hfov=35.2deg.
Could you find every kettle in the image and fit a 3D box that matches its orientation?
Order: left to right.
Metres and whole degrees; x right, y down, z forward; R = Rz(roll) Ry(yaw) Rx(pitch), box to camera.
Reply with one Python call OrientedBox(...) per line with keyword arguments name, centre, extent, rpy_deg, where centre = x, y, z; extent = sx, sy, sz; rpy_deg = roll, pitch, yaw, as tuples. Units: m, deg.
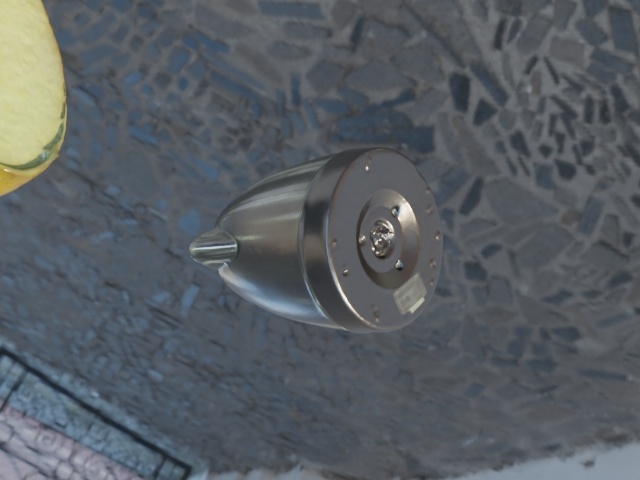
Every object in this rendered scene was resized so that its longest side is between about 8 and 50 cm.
OrientedBox(name="kettle", centre=(-0.011, -0.008, 1.206), extent=(0.271, 0.251, 0.207), rpy_deg=(-4, 123, 42))

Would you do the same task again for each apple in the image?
OrientedBox(name="apple", centre=(-0.392, -0.191, 1.009), extent=(0.254, 0.346, 0.179), rpy_deg=(-15, 174, -20))
